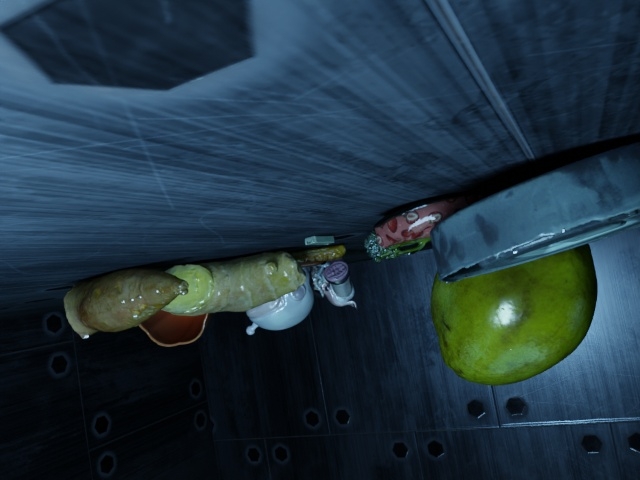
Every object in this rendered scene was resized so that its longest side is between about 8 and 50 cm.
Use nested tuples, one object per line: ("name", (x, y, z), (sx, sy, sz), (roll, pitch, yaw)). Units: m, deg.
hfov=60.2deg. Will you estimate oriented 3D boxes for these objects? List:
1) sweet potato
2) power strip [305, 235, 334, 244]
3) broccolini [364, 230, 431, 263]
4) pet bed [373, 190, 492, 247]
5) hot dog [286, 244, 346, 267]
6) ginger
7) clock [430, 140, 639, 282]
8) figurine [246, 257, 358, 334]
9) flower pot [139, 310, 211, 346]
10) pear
("sweet potato", (-0.395, 0.119, 1.117), (0.337, 0.131, 0.131), (-15, 173, 38))
("power strip", (0.000, 0.000, 1.135), (0.027, 0.017, 0.083), (-12, 175, 35))
("broccolini", (0.272, -0.018, 1.296), (0.392, 0.074, 0.078), (-8, 134, -30))
("pet bed", (0.185, -0.035, 0.893), (0.201, 0.053, 0.201), (-15, 172, -2))
("hot dog", (-0.037, 0.047, 1.447), (0.216, 0.047, 0.066), (-8, 178, -16))
("ginger", (-0.206, 0.101, 1.266), (0.354, 0.126, 0.190), (-4, 160, -24))
("clock", (0.337, -0.034, 0.750), (0.386, 0.076, 0.386), (-16, 169, -3))
("figurine", (-0.073, 0.158, 1.708), (0.362, 0.210, 0.253), (-11, 175, -6))
("flower pot", (-0.348, 0.156, 1.402), (0.191, 0.190, 0.173), (-11, -174, 9))
("pear", (0.417, 0.125, 1.206), (0.352, 0.352, 0.413), (-6, 135, -38))
